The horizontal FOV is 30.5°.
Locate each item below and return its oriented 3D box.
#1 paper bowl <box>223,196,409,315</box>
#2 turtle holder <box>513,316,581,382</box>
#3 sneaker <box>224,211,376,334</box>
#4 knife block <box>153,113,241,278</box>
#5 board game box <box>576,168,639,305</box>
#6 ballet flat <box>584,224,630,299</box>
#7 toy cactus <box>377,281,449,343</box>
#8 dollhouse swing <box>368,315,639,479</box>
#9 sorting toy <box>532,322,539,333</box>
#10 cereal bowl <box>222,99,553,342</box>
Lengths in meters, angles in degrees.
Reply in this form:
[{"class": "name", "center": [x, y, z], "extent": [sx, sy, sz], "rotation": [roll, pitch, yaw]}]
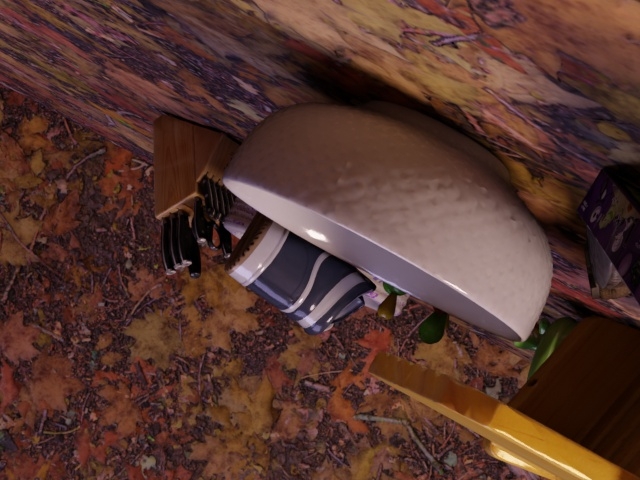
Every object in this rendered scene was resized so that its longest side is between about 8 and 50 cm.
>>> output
[{"class": "paper bowl", "center": [0.017, -0.017, 1.668], "extent": [0.284, 0.148, 0.284], "rotation": [28, 175, 3]}, {"class": "turtle holder", "center": [0.417, 0.250, 1.744], "extent": [0.227, 0.243, 0.320], "rotation": [6, 156, 26]}, {"class": "sneaker", "center": [0.000, 0.000, 1.382], "extent": [0.153, 0.099, 0.282], "rotation": [40, -144, -8]}, {"class": "knife block", "center": [-0.222, -0.066, 1.924], "extent": [0.088, 0.242, 0.276], "rotation": [33, 173, -42]}, {"class": "board game box", "center": [0.301, 0.058, 0.801], "extent": [0.208, 0.056, 0.347], "rotation": [25, -164, -6]}, {"class": "ballet flat", "center": [0.276, 0.012, 1.083], "extent": [0.058, 0.084, 0.250], "rotation": [-7, 166, 10]}, {"class": "toy cactus", "center": [0.152, 0.016, 1.381], "extent": [0.180, 0.219, 0.112], "rotation": [-18, 124, 20]}, {"class": "dollhouse swing", "center": [0.284, 0.133, 1.234], "extent": [0.305, 0.315, 0.347], "rotation": [45, 171, -12]}, {"class": "sorting toy", "center": [0.282, 0.092, 1.940], "extent": [0.132, 0.046, 0.274], "rotation": [25, 175, 35]}, {"class": "cereal bowl", "center": [0.081, -0.038, 1.144], "extent": [0.339, 0.141, 0.339], "rotation": [27, 174, 3]}]
